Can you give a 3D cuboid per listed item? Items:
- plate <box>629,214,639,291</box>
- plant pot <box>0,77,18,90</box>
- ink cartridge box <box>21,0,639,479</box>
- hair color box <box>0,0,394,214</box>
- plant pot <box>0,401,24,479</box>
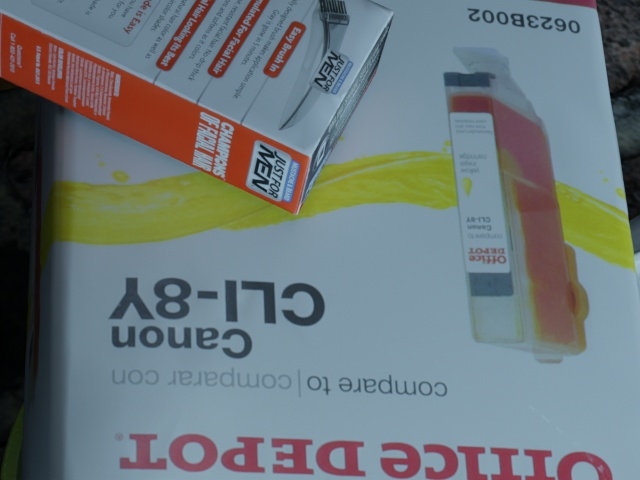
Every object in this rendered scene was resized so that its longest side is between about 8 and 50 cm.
[{"bbox_3d":[0.215,0.120,1.219,0.278,0.045,0.277,-27,63,-15],"label":"plate"},{"bbox_3d":[-0.255,-0.276,1.269,0.291,0.203,0.291,7,59,-12],"label":"plant pot"},{"bbox_3d":[0.000,0.000,0.903,0.279,0.160,0.384,3,61,-12],"label":"ink cartridge box"},{"bbox_3d":[-0.063,-0.091,0.815,0.167,0.053,0.093,25,58,6],"label":"hair color box"},{"bbox_3d":[-0.041,0.106,1.077,0.276,0.254,0.276,7,59,-11],"label":"plant pot"}]
